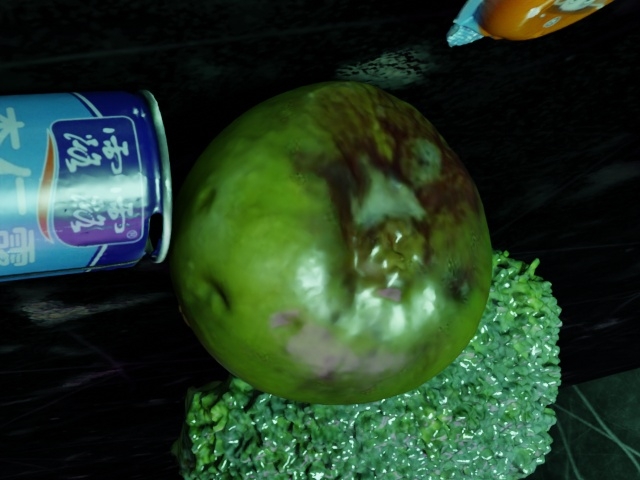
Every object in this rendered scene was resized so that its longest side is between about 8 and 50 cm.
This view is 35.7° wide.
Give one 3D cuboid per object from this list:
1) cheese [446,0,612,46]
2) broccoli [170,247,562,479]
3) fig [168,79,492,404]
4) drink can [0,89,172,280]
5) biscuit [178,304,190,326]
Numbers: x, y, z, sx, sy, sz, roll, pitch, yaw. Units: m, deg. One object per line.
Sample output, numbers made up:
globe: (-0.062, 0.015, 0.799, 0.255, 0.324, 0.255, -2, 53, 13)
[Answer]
cheese: (0.162, -0.149, 0.430, 0.256, 0.037, 0.106, -27, 173, 28)
broccoli: (0.054, 0.158, 0.911, 0.375, 0.249, 0.302, -30, 167, -7)
fig: (0.000, 0.000, 0.567, 0.181, 0.181, 0.191, -8, -174, -16)
drink can: (-0.197, -0.022, 0.484, 0.235, 0.097, 0.097, -6, 161, -20)
biscuit: (-0.033, 0.027, 0.804, 0.183, 0.043, 0.280, -19, 178, -19)
